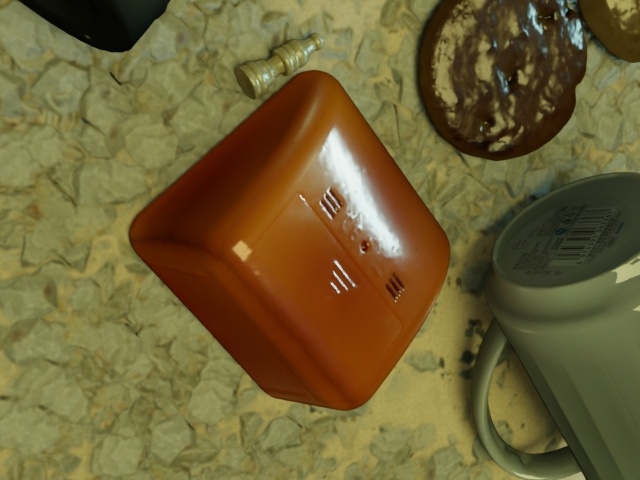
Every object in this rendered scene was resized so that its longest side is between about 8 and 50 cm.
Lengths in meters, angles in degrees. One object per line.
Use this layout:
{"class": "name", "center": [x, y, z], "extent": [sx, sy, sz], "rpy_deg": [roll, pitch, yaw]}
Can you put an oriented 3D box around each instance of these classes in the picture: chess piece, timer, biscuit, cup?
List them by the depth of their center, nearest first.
{"class": "chess piece", "center": [-0.034, -0.172, 0.807], "extent": [0.092, 0.035, 0.035], "rpy_deg": [-34, 113, -19]}
{"class": "timer", "center": [0.000, 0.000, 0.822], "extent": [0.250, 0.161, 0.257], "rpy_deg": [-50, 117, -24]}
{"class": "biscuit", "center": [0.200, -0.188, 0.909], "extent": [0.212, 0.036, 0.212], "rpy_deg": [-5, 103, -23]}
{"class": "cup", "center": [0.305, 0.128, 0.939], "extent": [0.322, 0.237, 0.327], "rpy_deg": [-26, 115, 15]}

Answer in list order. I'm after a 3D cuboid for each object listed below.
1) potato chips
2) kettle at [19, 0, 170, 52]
{"class": "potato chips", "center": [0.354, -0.301, 0.951], "extent": [0.150, 0.049, 0.202], "rpy_deg": [-23, 104, -24]}
{"class": "kettle", "center": [-0.167, -0.358, 0.626], "extent": [0.321, 0.228, 0.324], "rpy_deg": [35, 79, 4]}
